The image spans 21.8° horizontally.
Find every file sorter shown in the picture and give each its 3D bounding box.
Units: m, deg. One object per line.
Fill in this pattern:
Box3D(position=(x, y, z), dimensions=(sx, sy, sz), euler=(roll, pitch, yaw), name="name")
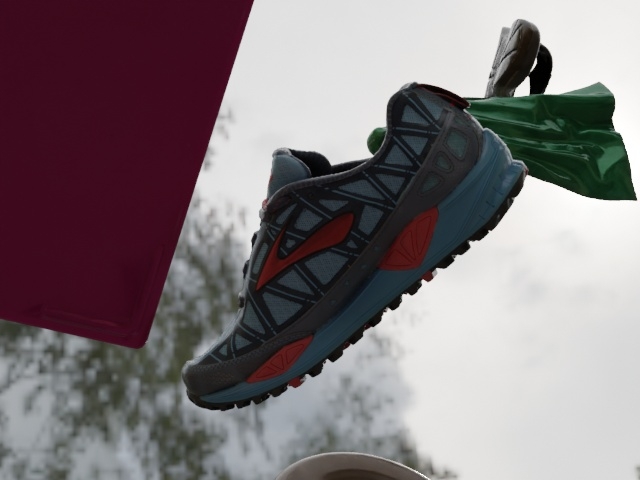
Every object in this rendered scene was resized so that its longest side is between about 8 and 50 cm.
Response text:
Box3D(position=(-0.142, -0.137, 0.707), dimensions=(0.202, 0.182, 0.290), euler=(14, -78, -19), name="file sorter")

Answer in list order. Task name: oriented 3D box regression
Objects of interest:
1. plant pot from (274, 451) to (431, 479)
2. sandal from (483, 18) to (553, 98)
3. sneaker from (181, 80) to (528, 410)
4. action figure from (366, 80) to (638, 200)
Box3D(position=(0.013, 0.284, 1.200), dimensions=(0.263, 0.263, 0.229), euler=(7, -61, -16), name="plant pot")
Box3D(position=(0.198, -0.167, 1.610), dimensions=(0.060, 0.090, 0.219), euler=(16, -4, 0), name="sandal")
Box3D(position=(0.000, 0.000, 1.065), dimensions=(0.262, 0.104, 0.125), euler=(-40, -88, 9), name="sneaker")
Box3D(position=(0.152, -0.085, 1.459), dimensions=(0.232, 0.137, 0.063), euler=(2, -41, -16), name="action figure")
